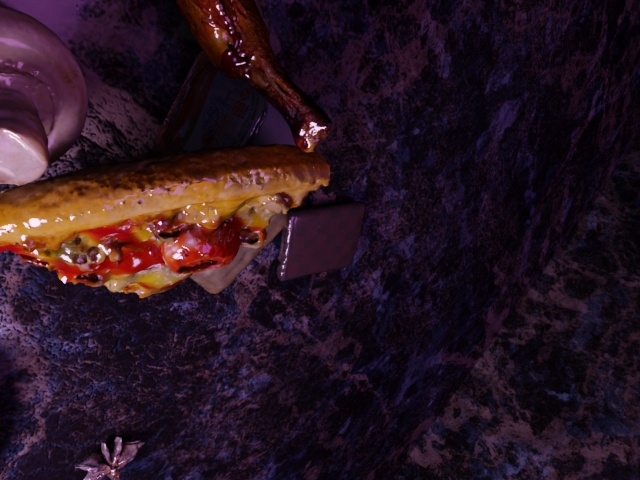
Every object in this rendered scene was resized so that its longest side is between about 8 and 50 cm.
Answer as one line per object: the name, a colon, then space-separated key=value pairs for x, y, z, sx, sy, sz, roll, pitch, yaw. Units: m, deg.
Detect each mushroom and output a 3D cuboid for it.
mushroom: x=-0.373 y=-0.161 z=0.574 sx=0.206 sy=0.209 sz=0.207 roll=-6 pitch=107 yaw=-19

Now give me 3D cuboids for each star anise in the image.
star anise: x=-0.438 y=0.451 z=1.033 sx=0.124 sy=0.056 sz=0.129 roll=-57 pitch=142 yaw=1

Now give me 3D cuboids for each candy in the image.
candy: x=-0.163 y=-0.014 z=0.965 sx=0.234 sy=0.102 sz=0.104 roll=-46 pitch=141 yaw=-9

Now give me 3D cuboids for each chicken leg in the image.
chicken leg: x=-0.113 y=-0.290 z=0.678 sx=0.095 sy=0.158 sz=0.407 roll=-34 pitch=93 yaw=-12

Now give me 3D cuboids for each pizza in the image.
pizza: x=-0.219 y=0.009 z=0.753 sx=0.439 sy=0.130 sz=0.406 roll=-12 pitch=160 yaw=-24

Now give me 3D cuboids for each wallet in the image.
wallet: x=0.000 y=0.000 z=1.192 sx=0.229 sy=0.049 sz=0.182 roll=-11 pitch=123 yaw=-40

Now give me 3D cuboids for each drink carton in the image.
drink carton: x=-0.123 y=-0.168 z=0.844 sx=0.186 sy=0.191 sz=0.189 roll=-60 pitch=148 yaw=1
